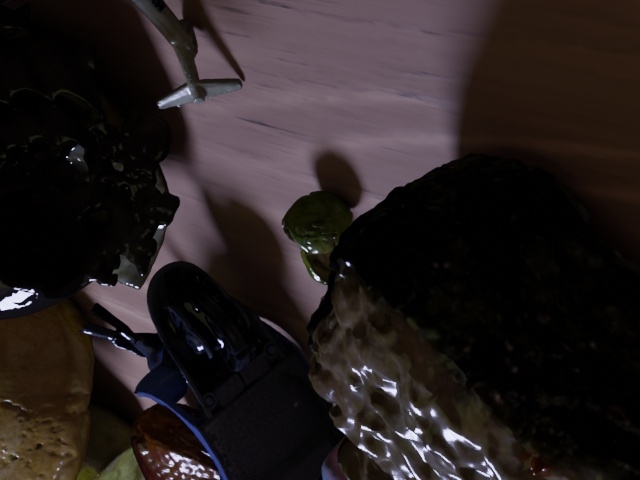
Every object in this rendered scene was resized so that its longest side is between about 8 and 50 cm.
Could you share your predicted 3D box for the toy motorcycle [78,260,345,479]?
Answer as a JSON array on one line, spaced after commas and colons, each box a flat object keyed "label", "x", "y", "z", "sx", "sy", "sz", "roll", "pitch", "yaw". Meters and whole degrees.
[{"label": "toy motorcycle", "x": -0.057, "y": 0.165, "z": 1.548, "sx": 0.212, "sy": 0.125, "sz": 0.359, "roll": 7, "pitch": 131, "yaw": 59}]

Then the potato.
[{"label": "potato", "x": -0.271, "y": 0.256, "z": 2.035, "sx": 0.176, "sy": 0.141, "sz": 0.298, "roll": 46, "pitch": 157, "yaw": -4}]

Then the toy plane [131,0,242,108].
[{"label": "toy plane", "x": -0.130, "y": -0.178, "z": 1.177, "sx": 0.286, "sy": 0.092, "sz": 0.108, "roll": 51, "pitch": -155, "yaw": -59}]

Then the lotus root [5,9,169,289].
[{"label": "lotus root", "x": -0.238, "y": -0.074, "z": 1.497, "sx": 0.142, "sy": 0.210, "sz": 0.314, "roll": 8, "pitch": -162, "yaw": -47}]

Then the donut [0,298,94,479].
[{"label": "donut", "x": -0.322, "y": 0.160, "z": 1.882, "sx": 0.208, "sy": 0.128, "sz": 0.262, "roll": 19, "pitch": 104, "yaw": 48}]

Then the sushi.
[{"label": "sushi", "x": 0.138, "y": 0.117, "z": 1.074, "sx": 0.350, "sy": 0.171, "sz": 0.211, "roll": 48, "pitch": 155, "yaw": -1}]

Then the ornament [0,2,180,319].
[{"label": "ornament", "x": -0.222, "y": -0.056, "z": 1.325, "sx": 0.260, "sy": 0.106, "sz": 0.251, "roll": -31, "pitch": 67, "yaw": 30}]

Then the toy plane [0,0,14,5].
[{"label": "toy plane", "x": -0.288, "y": -0.246, "z": 1.368, "sx": 0.381, "sy": 0.106, "sz": 0.155, "roll": 12, "pitch": 144, "yaw": 53}]

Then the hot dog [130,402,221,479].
[{"label": "hot dog", "x": -0.097, "y": 0.241, "z": 1.760, "sx": 0.160, "sy": 0.099, "sz": 0.227, "roll": 18, "pitch": 141, "yaw": 50}]

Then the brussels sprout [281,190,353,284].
[{"label": "brussels sprout", "x": -0.001, "y": 0.000, "z": 1.294, "sx": 0.051, "sy": 0.046, "sz": 0.083, "roll": 44, "pitch": 158, "yaw": 28}]

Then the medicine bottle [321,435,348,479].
[{"label": "medicine bottle", "x": 0.071, "y": 0.198, "z": 1.375, "sx": 0.094, "sy": 0.119, "sz": 0.188, "roll": 36, "pitch": 153, "yaw": 28}]
